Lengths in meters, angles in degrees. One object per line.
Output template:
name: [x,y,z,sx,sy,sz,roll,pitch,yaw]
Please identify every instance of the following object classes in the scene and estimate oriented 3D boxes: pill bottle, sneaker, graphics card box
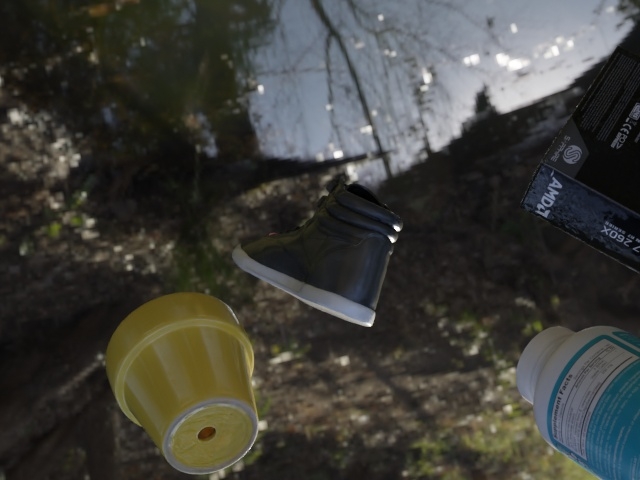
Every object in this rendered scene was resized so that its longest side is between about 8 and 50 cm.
pill bottle: [0.317,0.178,1.112,0.146,0.146,0.264,-1,-161,-32]
sneaker: [0.000,0.000,1.293,0.104,0.147,0.295,27,175,-29]
graphics card box: [0.440,-0.044,1.240,0.233,0.371,0.094,-53,168,-33]

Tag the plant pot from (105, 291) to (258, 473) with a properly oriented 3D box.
plant pot: [-0.219,0.256,1.873,0.254,0.239,0.254,-12,126,-17]
